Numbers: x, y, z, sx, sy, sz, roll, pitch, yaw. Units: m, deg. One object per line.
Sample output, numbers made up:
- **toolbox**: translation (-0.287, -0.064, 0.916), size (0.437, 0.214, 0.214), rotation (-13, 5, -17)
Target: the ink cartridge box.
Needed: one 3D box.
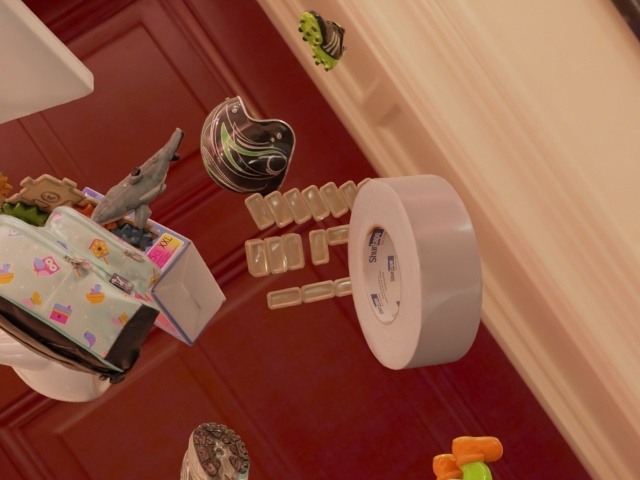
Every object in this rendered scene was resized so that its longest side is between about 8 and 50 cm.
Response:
- **ink cartridge box**: translation (-0.440, 0.048, 1.766), size (0.151, 0.396, 0.270), rotation (-52, -29, -21)

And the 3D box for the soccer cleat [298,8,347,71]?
- **soccer cleat**: translation (0.007, -0.375, 1.392), size (0.072, 0.060, 0.179), rotation (-51, -19, -5)

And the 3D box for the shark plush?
- **shark plush**: translation (-0.232, -0.077, 1.017), size (0.161, 0.073, 0.067), rotation (-37, -15, 6)

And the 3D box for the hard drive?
- **hard drive**: translation (-0.506, -0.279, 1.040), size (0.233, 0.047, 0.353), rotation (-14, -26, 12)

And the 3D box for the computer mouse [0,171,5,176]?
- **computer mouse**: translation (-0.609, -0.023, 1.403), size (0.106, 0.192, 0.042), rotation (-12, 8, -1)

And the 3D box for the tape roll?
- **tape roll**: translation (0.101, 0.035, 0.880), size (0.072, 0.219, 0.219), rotation (-7, -9, -17)

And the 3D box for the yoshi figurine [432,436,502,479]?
- **yoshi figurine**: translation (0.337, 0.584, 1.508), size (0.203, 0.203, 0.362), rotation (-20, 49, 22)

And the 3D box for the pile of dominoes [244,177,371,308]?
- **pile of dominoes**: translation (0.000, 0.000, 1.296), size (0.251, 0.195, 0.040), rotation (-10, 10, -15)

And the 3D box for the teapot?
- **teapot**: translation (-0.415, 0.125, 1.201), size (0.256, 0.187, 0.252), rotation (95, -177, -60)

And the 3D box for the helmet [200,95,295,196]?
- **helmet**: translation (-0.137, -0.169, 1.386), size (0.169, 0.162, 0.169), rotation (-166, 90, -77)

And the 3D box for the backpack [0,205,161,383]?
- **backpack**: translation (-0.266, 0.046, 0.784), size (0.166, 0.188, 0.144), rotation (-14, 50, 65)

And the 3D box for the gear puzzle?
- **gear puzzle**: translation (-0.445, -0.036, 1.289), size (0.176, 0.044, 0.339), rotation (-25, -39, 32)

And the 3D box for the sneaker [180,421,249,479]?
- **sneaker**: translation (-0.139, 0.407, 1.095), size (0.110, 0.283, 0.122), rotation (12, -55, -27)
